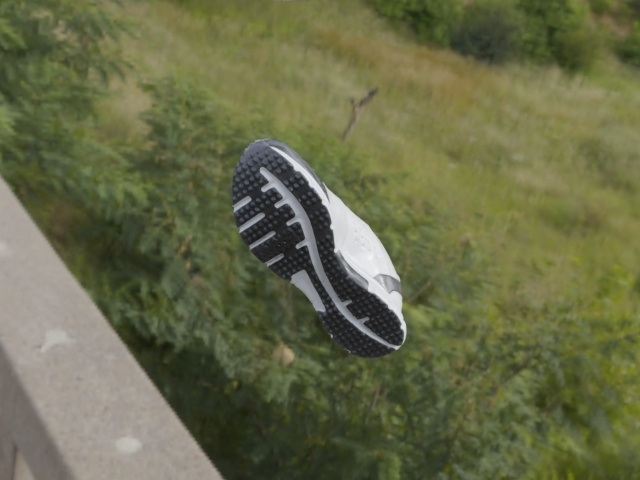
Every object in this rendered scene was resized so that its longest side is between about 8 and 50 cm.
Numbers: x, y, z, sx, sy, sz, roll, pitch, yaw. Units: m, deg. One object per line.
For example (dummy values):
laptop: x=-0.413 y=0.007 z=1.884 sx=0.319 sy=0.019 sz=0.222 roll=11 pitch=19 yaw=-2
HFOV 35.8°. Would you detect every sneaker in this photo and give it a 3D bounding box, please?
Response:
sneaker: x=0.000 y=0.000 z=0.418 sx=0.040 sy=0.109 sz=0.044 roll=-22 pitch=28 yaw=23
